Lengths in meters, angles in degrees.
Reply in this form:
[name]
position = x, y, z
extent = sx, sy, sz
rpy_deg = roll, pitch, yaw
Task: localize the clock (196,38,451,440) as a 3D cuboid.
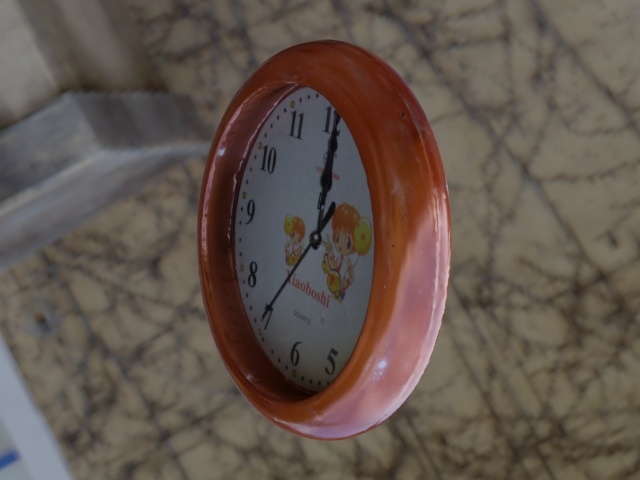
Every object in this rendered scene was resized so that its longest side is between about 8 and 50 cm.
[clock]
position = 0.000, 0.000, 0.860
extent = 0.051, 0.205, 0.205
rpy_deg = -1, 160, -35
